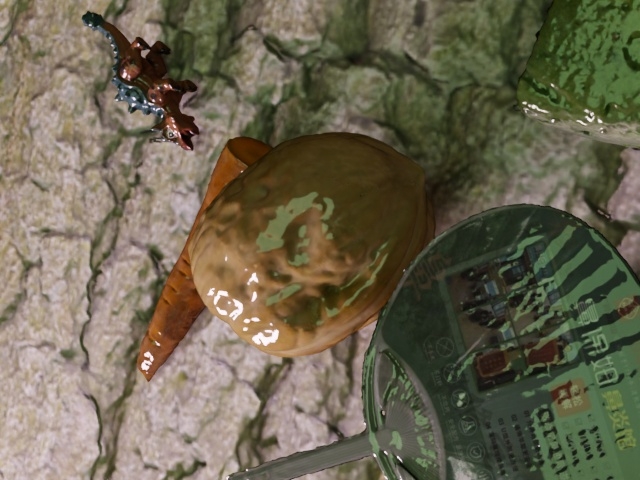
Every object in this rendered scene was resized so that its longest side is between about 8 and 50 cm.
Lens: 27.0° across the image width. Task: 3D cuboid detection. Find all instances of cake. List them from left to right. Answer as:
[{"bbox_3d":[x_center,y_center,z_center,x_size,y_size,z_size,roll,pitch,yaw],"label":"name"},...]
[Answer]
[{"bbox_3d":[0.221,-0.173,0.872,0.099,0.100,0.235,27,101,25],"label":"cake"}]

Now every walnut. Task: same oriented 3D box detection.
[{"bbox_3d":[0.000,0.000,0.955,0.184,0.155,0.155,-39,71,19],"label":"walnut"}]

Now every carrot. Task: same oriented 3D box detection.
[{"bbox_3d":[-0.099,0.023,1.069,0.057,0.057,0.224,38,109,24],"label":"carrot"}]

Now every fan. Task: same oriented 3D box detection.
[{"bbox_3d":[0.083,0.083,0.818,0.294,0.012,0.223,10,93,28],"label":"fan"}]

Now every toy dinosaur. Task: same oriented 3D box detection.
[{"bbox_3d":[-0.146,-0.135,1.099,0.055,0.049,0.154,-46,74,23],"label":"toy dinosaur"}]

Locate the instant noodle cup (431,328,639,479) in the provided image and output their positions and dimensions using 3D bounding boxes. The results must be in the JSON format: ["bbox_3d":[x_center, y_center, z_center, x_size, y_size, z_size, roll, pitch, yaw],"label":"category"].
[{"bbox_3d":[0.175,0.134,0.858,0.205,0.153,0.205,-1,88,27],"label":"instant noodle cup"}]
